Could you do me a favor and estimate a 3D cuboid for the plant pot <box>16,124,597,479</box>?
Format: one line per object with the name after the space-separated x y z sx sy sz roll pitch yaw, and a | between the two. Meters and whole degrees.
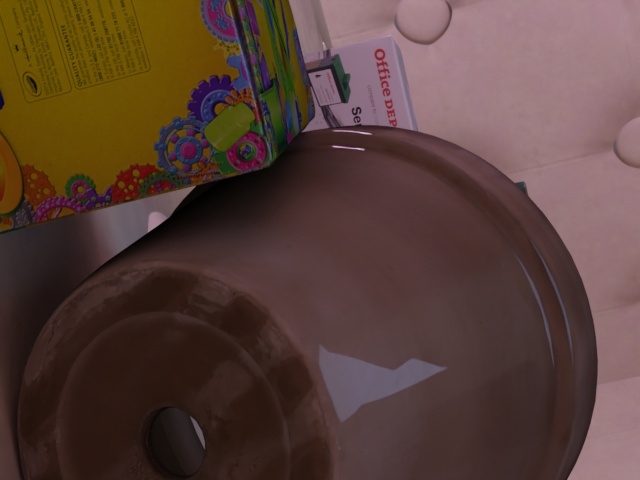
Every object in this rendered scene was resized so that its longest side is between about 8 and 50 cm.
-0.024 0.091 0.748 0.280 0.323 0.323 -11 88 -65 | plant pot

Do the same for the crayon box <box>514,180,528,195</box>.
0.079 0.120 1.252 0.363 0.313 0.106 69 13 -50 | crayon box

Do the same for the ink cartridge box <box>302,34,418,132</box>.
0.007 -0.154 1.574 0.092 0.219 0.160 15 61 -82 | ink cartridge box

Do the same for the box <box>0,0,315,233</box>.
-0.129 -0.179 0.737 0.279 0.177 0.290 -64 140 -78 | box
